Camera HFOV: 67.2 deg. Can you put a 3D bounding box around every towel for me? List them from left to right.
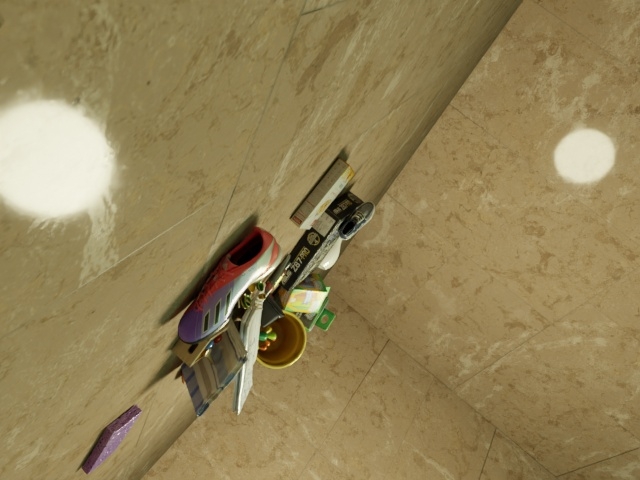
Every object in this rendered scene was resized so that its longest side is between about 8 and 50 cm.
[{"bbox_3d":[-0.333,0.370,1.473,0.034,0.209,0.285,17,119,-44],"label":"towel"}]

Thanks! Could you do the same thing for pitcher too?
[{"bbox_3d":[0.034,0.024,2.314,0.207,0.125,0.178,-60,155,-13],"label":"pitcher"}]

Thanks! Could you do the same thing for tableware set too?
[{"bbox_3d":[-0.215,0.165,1.517,0.024,0.104,0.154,-14,164,21],"label":"tableware set"}]

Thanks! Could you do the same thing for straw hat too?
[{"bbox_3d":[-0.273,0.264,1.754,0.144,0.061,0.144,-49,173,-8],"label":"straw hat"}]

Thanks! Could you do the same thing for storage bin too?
[{"bbox_3d":[-0.219,0.273,1.909,0.091,0.135,0.098,-39,174,1],"label":"storage bin"}]

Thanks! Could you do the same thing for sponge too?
[{"bbox_3d":[-0.601,0.573,1.389,0.210,0.031,0.117,-53,173,24],"label":"sponge"}]

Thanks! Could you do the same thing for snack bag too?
[{"bbox_3d":[-0.235,0.353,1.626,0.342,0.037,0.323,-77,175,-76],"label":"snack bag"}]

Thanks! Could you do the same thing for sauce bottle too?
[{"bbox_3d":[-0.160,0.131,1.860,0.128,0.042,0.042,-49,173,6],"label":"sauce bottle"}]

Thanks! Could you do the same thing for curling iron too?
[{"bbox_3d":[-0.196,0.164,1.816,0.274,0.035,0.068,-57,-145,2],"label":"curling iron"}]

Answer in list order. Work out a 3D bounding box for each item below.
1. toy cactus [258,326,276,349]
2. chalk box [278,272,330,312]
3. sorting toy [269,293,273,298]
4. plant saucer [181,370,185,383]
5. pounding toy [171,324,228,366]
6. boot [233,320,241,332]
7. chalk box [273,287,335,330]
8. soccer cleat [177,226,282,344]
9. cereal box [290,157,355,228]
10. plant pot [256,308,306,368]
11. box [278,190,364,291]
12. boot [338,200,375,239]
[{"bbox_3d":[-0.274,0.375,1.905,0.180,0.219,0.112,123,-28,-62],"label":"toy cactus"},{"bbox_3d":[-0.058,0.229,2.119,0.132,0.213,0.132,-115,-140,-52],"label":"chalk box"},{"bbox_3d":[-0.225,0.246,1.993,0.102,0.061,0.042,-107,-165,-57],"label":"sorting toy"},{"bbox_3d":[-0.423,0.420,1.708,0.200,0.037,0.200,-49,174,-7],"label":"plant saucer"},{"bbox_3d":[-0.330,0.293,1.359,0.141,0.100,0.130,-52,173,16],"label":"pounding toy"},{"bbox_3d":[-0.313,0.336,1.671,0.115,0.112,0.305,-8,161,-2],"label":"boot"},{"bbox_3d":[-0.074,0.319,2.296,0.180,0.289,0.179,-57,175,-12],"label":"chalk box"},{"bbox_3d":[-0.223,0.099,1.118,0.318,0.108,0.116,-46,150,-13],"label":"soccer cleat"},{"bbox_3d":[0.010,-0.139,1.499,0.240,0.047,0.173,-51,173,6],"label":"cereal box"},{"bbox_3d":[-0.215,0.430,2.157,0.254,0.254,0.239,-49,-171,-16],"label":"plant pot"},{"bbox_3d":[0.000,0.000,1.981,0.395,0.097,0.318,-55,170,27],"label":"box"},{"bbox_3d":[0.145,-0.080,1.854,0.190,0.069,0.086,-51,175,-6],"label":"boot"}]
